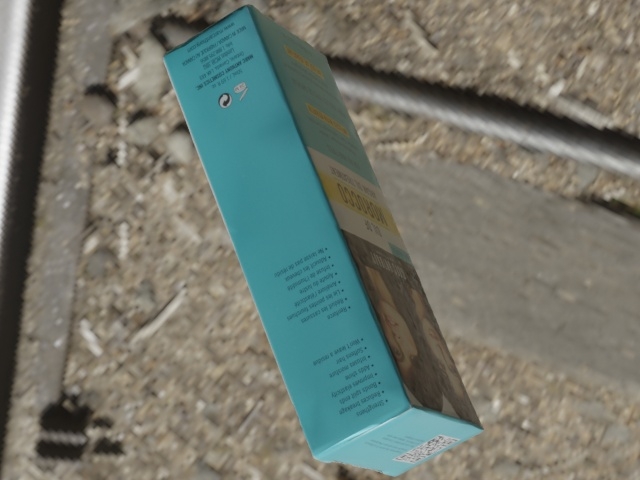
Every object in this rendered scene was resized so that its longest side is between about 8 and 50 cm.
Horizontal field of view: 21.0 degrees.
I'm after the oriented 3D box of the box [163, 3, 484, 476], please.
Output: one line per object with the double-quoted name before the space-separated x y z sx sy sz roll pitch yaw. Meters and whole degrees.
"box" 0.000 0.000 0.918 0.060 0.100 0.244 -30 67 18
